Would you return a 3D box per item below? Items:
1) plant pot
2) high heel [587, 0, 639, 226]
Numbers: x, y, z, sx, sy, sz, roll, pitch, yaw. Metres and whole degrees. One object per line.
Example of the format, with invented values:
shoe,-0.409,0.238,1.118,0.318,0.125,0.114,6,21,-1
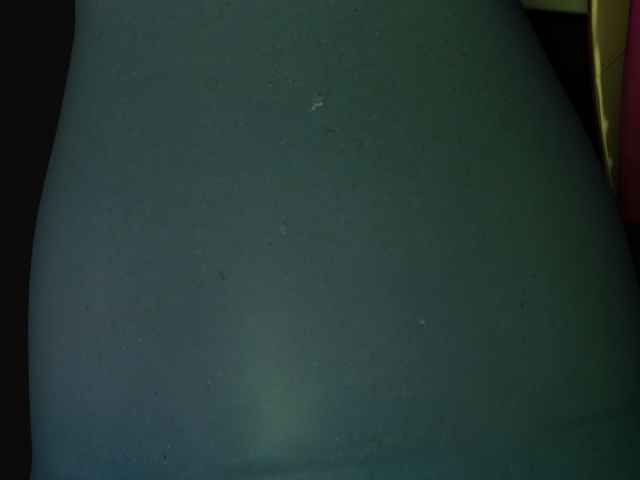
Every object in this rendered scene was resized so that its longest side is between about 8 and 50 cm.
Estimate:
plant pot,0.000,0.000,0.513,0.272,0.272,0.255,-9,86,22
high heel,0.097,-0.188,0.479,0.181,0.127,0.377,-36,94,14
